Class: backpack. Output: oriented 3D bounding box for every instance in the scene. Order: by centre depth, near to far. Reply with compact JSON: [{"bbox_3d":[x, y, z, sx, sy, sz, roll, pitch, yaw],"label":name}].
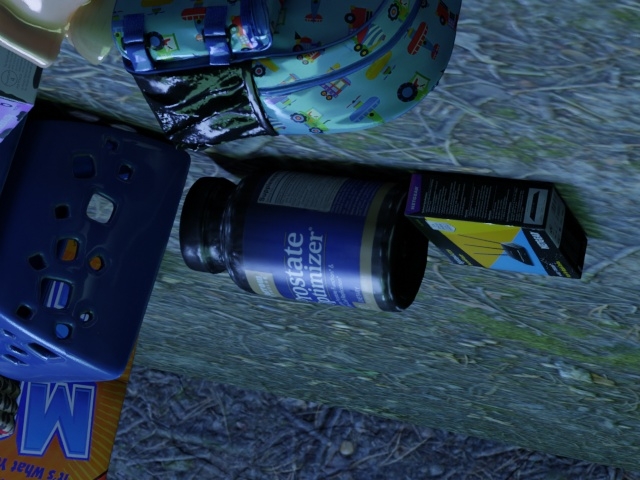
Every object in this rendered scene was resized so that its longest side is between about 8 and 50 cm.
[{"bbox_3d":[-0.014,-0.137,0.979,0.173,0.158,0.117,-1,146,22],"label":"backpack"}]

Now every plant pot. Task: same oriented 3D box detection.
[{"bbox_3d":[-0.292,-0.007,1.642,0.212,0.236,0.236,26,162,-32],"label":"plant pot"}]

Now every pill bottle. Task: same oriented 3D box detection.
[{"bbox_3d":[-0.016,-0.004,1.638,0.219,0.123,0.123,7,167,21],"label":"pill bottle"}]

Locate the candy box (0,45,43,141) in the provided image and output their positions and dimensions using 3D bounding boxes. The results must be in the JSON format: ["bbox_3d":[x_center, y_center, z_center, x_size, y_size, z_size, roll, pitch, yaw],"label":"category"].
[{"bbox_3d":[-0.334,-0.149,1.399,0.196,0.070,0.165,15,167,-18],"label":"candy box"}]

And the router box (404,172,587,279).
[{"bbox_3d":[0.167,-0.012,1.615,0.133,0.046,0.179,7,167,21],"label":"router box"}]

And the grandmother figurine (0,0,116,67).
[{"bbox_3d":[-0.269,-0.204,0.970,0.342,0.104,0.208,23,180,-23],"label":"grandmother figurine"}]

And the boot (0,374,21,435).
[{"bbox_3d":[-0.410,0.039,1.803,0.138,0.284,0.377,5,167,28],"label":"boot"}]

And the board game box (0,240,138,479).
[{"bbox_3d":[-0.475,0.130,2.112,0.356,0.356,0.356,21,164,-38],"label":"board game box"}]
